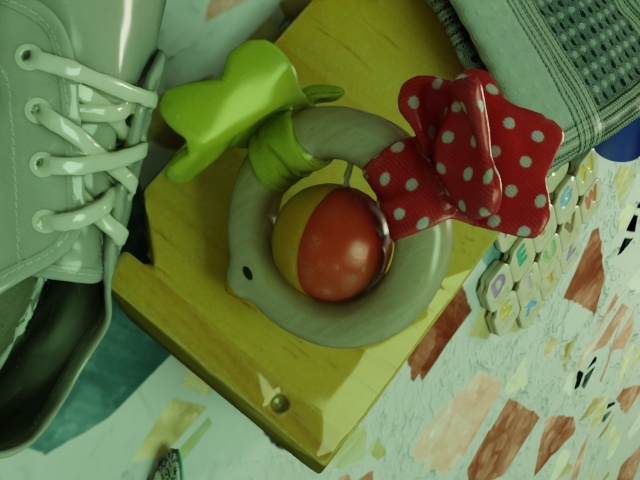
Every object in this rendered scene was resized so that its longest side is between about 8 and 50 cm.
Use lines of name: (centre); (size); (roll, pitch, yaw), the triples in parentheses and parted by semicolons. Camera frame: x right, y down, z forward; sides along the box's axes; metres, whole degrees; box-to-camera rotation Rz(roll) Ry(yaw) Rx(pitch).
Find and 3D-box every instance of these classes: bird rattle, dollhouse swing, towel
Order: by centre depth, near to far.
bird rattle: (0.024, -0.028, 0.608); (0.143, 0.253, 0.207); (-33, 137, -66)
towel: (0.199, -0.246, 0.788); (0.312, 0.056, 0.324); (-30, 92, -37)
dollhouse swing: (0.000, 0.000, 0.851); (0.315, 0.305, 0.347); (42, 74, -11)

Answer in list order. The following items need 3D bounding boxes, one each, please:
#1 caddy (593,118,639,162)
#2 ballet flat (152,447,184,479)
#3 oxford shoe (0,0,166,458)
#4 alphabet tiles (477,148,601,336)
caddy: (0.521, -0.214, 1.216); (0.341, 0.241, 0.179); (-34, 140, -35)
ballet flat: (-0.144, 0.245, 0.849); (0.041, 0.041, 0.114); (-31, 133, -37)
oxford shoe: (-0.159, -0.063, 0.542); (0.169, 0.130, 0.449); (8, 106, -57)
alphabet tiles: (0.320, 0.001, 1.288); (0.284, 0.021, 0.278); (-49, 142, -18)
